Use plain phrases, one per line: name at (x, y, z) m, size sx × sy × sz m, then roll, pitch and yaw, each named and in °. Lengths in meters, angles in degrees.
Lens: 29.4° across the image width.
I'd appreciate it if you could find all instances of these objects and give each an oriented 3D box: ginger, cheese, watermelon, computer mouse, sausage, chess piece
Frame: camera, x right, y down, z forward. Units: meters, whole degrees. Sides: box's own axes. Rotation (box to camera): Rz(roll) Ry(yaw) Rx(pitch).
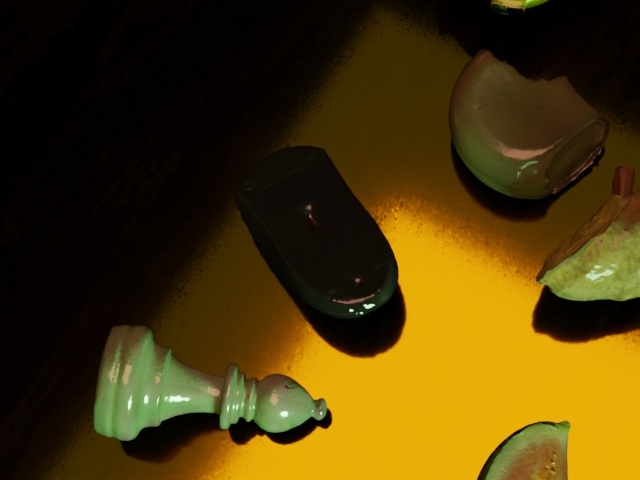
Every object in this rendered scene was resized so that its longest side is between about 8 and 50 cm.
ginger at (0.419, -0.008, 1.441) m, size 0.354 × 0.126 × 0.190 m, roll -14°, pitch 86°, yaw -6°
cheese at (0.249, -0.154, 1.549) m, size 0.175 × 0.091 × 0.202 m, roll -36°, pitch 69°, yaw -8°
watermelon at (0.228, 0.314, 1.390) m, size 0.119 × 0.063 × 0.245 m, roll 14°, pitch 70°, yaw -1°
computer mouse at (0.000, 0.000, 1.525) m, size 0.137 × 0.086 × 0.269 m, roll -28°, pitch 59°, yaw -12°
sausage at (0.376, -0.036, 1.519) m, size 0.026 × 0.026 × 0.116 m, roll 6°, pitch 70°, yaw 10°
chess piece at (-0.127, 0.185, 1.465) m, size 0.272 × 0.139 × 0.139 m, roll 8°, pitch 70°, yaw -2°

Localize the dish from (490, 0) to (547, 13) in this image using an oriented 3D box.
dish at (0.285, -0.399, 1.631) m, size 0.262 × 0.108 × 0.221 m, roll -40°, pitch 69°, yaw -10°
